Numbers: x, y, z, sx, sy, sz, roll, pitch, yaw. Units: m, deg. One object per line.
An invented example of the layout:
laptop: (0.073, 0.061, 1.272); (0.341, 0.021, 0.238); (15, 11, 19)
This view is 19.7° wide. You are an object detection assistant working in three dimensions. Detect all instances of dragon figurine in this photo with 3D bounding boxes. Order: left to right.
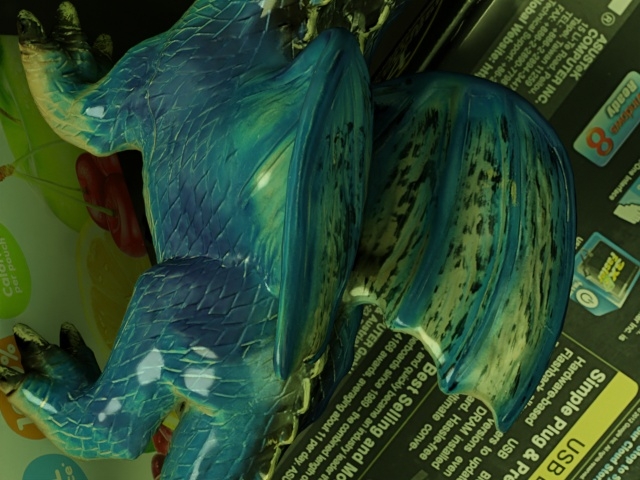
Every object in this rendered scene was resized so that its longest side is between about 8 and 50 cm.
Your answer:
dragon figurine: (0.000, 0.000, 0.427); (0.085, 0.144, 0.289); (16, 70, -42)

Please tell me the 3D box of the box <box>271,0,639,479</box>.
box: (0.116, 0.080, 0.561); (0.318, 0.097, 0.395); (33, 111, -6)

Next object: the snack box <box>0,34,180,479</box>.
snack box: (-0.108, 0.053, 0.458); (0.174, 0.070, 0.207); (-5, 74, -56)
